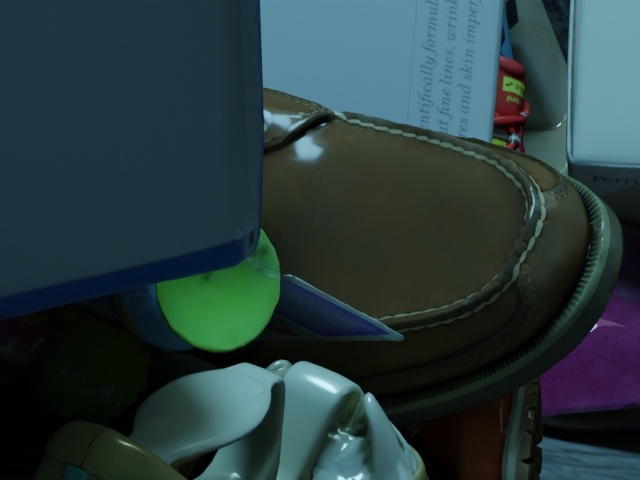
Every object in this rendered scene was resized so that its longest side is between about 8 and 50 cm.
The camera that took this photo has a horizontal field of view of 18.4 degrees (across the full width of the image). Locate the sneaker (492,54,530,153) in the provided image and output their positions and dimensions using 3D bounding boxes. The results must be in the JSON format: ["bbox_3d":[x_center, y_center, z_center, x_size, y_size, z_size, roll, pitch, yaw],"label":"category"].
[{"bbox_3d":[0.078,-0.048,1.107,0.107,0.118,0.279,18,29,-38],"label":"sneaker"}]

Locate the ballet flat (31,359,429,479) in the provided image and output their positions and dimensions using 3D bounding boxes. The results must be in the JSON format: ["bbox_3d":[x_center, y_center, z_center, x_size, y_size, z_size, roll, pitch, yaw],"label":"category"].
[{"bbox_3d":[-0.013,0.071,0.571,0.080,0.073,0.232,19,10,20],"label":"ballet flat"}]

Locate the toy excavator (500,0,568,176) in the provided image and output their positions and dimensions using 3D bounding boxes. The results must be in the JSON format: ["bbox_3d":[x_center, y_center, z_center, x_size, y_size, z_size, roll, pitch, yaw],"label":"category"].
[{"bbox_3d":[0.090,-0.165,1.466,0.222,0.433,0.445,4,28,31],"label":"toy excavator"}]

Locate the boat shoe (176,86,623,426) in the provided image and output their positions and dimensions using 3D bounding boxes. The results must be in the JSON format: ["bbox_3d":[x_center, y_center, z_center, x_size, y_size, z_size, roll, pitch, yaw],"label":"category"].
[{"bbox_3d":[-0.033,-0.004,0.751,0.307,0.111,0.104,1,-29,45],"label":"boat shoe"}]

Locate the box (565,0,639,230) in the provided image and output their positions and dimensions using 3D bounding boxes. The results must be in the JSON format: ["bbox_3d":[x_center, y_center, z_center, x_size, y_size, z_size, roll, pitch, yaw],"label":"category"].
[{"bbox_3d":[0.205,-0.044,1.023,0.148,0.121,0.311,2,-16,12],"label":"box"}]

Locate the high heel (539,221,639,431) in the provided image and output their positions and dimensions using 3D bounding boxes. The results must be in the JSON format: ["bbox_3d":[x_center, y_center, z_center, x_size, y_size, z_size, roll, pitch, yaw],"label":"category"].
[{"bbox_3d":[0.210,0.087,0.924,0.244,0.082,0.117,31,51,-11],"label":"high heel"}]

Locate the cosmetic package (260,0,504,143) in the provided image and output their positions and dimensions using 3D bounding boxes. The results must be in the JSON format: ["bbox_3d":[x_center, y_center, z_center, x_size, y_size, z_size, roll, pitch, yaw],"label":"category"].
[{"bbox_3d":[0.009,-0.107,0.958,0.151,0.151,0.184,4,5,1],"label":"cosmetic package"}]

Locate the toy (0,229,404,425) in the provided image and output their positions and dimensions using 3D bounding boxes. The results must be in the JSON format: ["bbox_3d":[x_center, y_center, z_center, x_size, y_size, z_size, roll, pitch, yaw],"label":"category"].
[{"bbox_3d":[-0.095,0.029,0.672,0.137,0.056,0.237,27,-21,-28],"label":"toy"}]

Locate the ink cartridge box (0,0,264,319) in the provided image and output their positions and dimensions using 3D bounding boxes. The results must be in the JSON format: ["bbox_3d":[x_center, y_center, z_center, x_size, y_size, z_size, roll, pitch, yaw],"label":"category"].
[{"bbox_3d":[-0.210,-0.138,0.562,0.285,0.166,0.395,-13,40,-14],"label":"ink cartridge box"}]

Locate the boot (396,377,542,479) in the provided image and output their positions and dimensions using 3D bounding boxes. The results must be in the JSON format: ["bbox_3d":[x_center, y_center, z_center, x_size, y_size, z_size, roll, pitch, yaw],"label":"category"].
[{"bbox_3d":[0.041,0.069,0.755,0.084,0.059,0.158,1,11,-5],"label":"boot"}]
